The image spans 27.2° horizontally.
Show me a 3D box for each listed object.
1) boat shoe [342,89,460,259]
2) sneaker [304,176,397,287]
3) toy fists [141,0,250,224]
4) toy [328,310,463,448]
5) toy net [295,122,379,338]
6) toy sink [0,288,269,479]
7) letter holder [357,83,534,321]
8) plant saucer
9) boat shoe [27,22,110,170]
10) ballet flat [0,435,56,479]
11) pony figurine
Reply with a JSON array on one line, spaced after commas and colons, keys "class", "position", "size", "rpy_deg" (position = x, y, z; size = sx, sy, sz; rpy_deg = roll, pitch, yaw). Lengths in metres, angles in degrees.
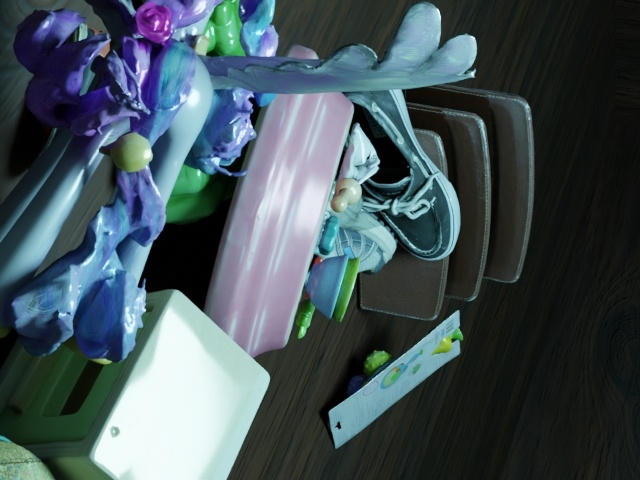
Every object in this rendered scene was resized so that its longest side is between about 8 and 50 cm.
[{"class": "boat shoe", "position": [0.095, -0.078, 1.669], "size": [0.105, 0.113, 0.306], "rpy_deg": [-74, 150, -49]}, {"class": "sneaker", "position": [0.000, 0.000, 1.596], "size": [0.122, 0.110, 0.283], "rpy_deg": [-58, 154, -5]}, {"class": "toy fists", "position": [-0.109, -0.151, 1.195], "size": [0.142, 0.096, 0.279], "rpy_deg": [-15, 115, -67]}, {"class": "toy", "position": [0.097, 0.187, 1.895], "size": [0.237, 0.056, 0.137], "rpy_deg": [-33, 151, -14]}, {"class": "toy net", "position": [0.025, -0.013, 1.376], "size": [0.122, 0.045, 0.232], "rpy_deg": [105, 1, -61]}, {"class": "toy sink", "position": [-0.184, 0.142, 1.053], "size": [0.131, 0.234, 0.153], "rpy_deg": [46, 53, -30]}, {"class": "letter holder", "position": [0.174, -0.047, 1.832], "size": [0.152, 0.214, 0.302], "rpy_deg": [-52, 147, -51]}, {"class": "plant saucer", "position": [-0.039, -0.025, 1.312], "size": [0.332, 0.084, 0.332], "rpy_deg": [-163, -90, -90]}, {"class": "boat shoe", "position": [-0.202, -0.110, 1.044], "size": [0.043, 0.049, 0.137], "rpy_deg": [31, 67, -23]}, {"class": "ballet flat", "position": [-0.199, 0.280, 0.992], "size": [0.348, 0.123, 0.123], "rpy_deg": [74, 33, -47]}, {"class": "pony figurine", "position": [-0.109, -0.102, 0.853], "size": [0.363, 0.303, 0.351], "rpy_deg": [-62, -164, 2]}]
